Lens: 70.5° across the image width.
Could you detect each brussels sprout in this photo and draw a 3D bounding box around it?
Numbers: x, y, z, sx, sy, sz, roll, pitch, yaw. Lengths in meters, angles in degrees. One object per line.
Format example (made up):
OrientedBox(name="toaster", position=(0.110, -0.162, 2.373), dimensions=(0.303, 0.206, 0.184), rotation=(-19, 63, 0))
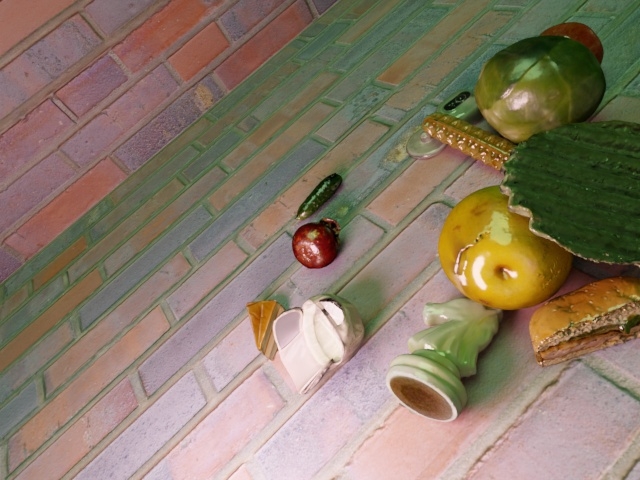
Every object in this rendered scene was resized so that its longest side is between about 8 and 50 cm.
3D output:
OrientedBox(name="brussels sprout", position=(0.593, -0.431, 1.284), dimensions=(0.289, 0.281, 0.355), rotation=(-41, 30, 5))

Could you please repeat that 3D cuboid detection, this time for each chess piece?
OrientedBox(name="chess piece", position=(0.281, 0.233, 1.011), dimensions=(0.175, 0.176, 0.298), rotation=(10, 45, 39))

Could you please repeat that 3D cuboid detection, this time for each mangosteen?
OrientedBox(name="mangosteen", position=(0.001, 0.011, 1.414), dimensions=(0.155, 0.181, 0.146), rotation=(-23, 83, 38))

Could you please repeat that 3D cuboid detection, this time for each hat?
OrientedBox(name="hat", position=(-0.002, 0.266, 1.163), dimensions=(0.275, 0.161, 0.232), rotation=(-55, 41, 15))

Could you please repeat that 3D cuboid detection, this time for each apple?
OrientedBox(name="apple", position=(0.742, -0.558, 1.381), dimensions=(0.164, 0.210, 0.209), rotation=(-40, 40, -21))

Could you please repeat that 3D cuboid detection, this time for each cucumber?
OrientedBox(name="cucumber", position=(-0.009, -0.152, 1.608), dimensions=(0.227, 0.069, 0.069), rotation=(-47, 42, -6))

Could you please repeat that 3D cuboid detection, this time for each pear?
OrientedBox(name="pear", position=(0.416, 0.014, 1.025), dimensions=(0.284, 0.336, 0.285), rotation=(0, 89, 27))

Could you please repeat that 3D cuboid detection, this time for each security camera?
OrientedBox(name="security camera", position=(0.416, -0.397, 1.541), dimensions=(0.301, 0.080, 0.157), rotation=(-39, 42, 1))

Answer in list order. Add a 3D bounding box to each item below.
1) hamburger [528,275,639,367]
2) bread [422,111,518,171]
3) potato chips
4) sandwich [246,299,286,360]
OrientedBox(name="hamburger", position=(0.544, 0.148, 0.912), dimensions=(0.261, 0.124, 0.131), rotation=(-23, 43, 14))
OrientedBox(name="bread", position=(0.461, -0.305, 1.385), dimensions=(0.084, 0.077, 0.367), rotation=(-39, 50, -12))
OrientedBox(name="potato chips", position=(0.564, -0.102, 0.904), dimensions=(0.428, 0.070, 0.359), rotation=(10, 61, -4))
OrientedBox(name="sandwich", position=(-0.177, 0.264, 1.325), dimensions=(0.113, 0.079, 0.163), rotation=(-8, 50, 31))
